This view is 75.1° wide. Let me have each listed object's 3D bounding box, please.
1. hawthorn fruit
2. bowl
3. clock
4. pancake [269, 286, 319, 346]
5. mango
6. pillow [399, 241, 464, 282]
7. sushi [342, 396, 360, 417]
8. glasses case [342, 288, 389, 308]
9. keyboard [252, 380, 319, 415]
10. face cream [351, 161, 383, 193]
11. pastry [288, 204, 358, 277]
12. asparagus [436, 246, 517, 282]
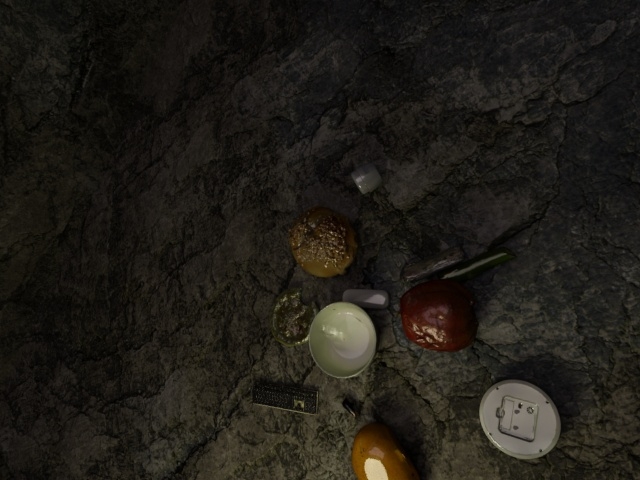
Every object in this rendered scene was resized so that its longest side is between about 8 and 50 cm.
[{"bbox_3d":[0.399,0.256,1.408,0.261,0.258,0.259,-7,72,-3],"label":"hawthorn fruit"},{"bbox_3d":[0.105,0.377,1.584,0.276,0.145,0.277,-7,74,25],"label":"bowl"},{"bbox_3d":[0.622,0.552,1.306,0.230,0.083,0.231,-8,72,27],"label":"clock"},{"bbox_3d":[-0.118,0.327,1.776,0.253,0.037,0.254,-7,74,26],"label":"pancake"},{"bbox_3d":[0.220,0.779,1.425,0.191,0.160,0.290,-43,71,5],"label":"mango"},{"bbox_3d":[0.405,0.091,1.505,0.254,0.169,0.059,-26,97,20],"label":"pillow"},{"bbox_3d":[0.117,0.629,1.571,0.083,0.046,0.044,42,98,29],"label":"sushi"},{"bbox_3d":[0.177,0.229,1.636,0.193,0.049,0.074,-2,76,26],"label":"glasses case"},{"bbox_3d":[-0.151,0.645,1.721,0.316,0.027,0.106,-3,77,28],"label":"keyboard"},{"bbox_3d":[0.190,-0.256,1.712,0.104,0.117,0.117,-31,65,8],"label":"face cream"},{"bbox_3d":[0.000,0.000,1.709,0.315,0.184,0.285,42,99,29],"label":"pastry"},{"bbox_3d":[0.546,0.091,1.471,0.277,0.060,0.067,-29,56,18],"label":"asparagus"}]
